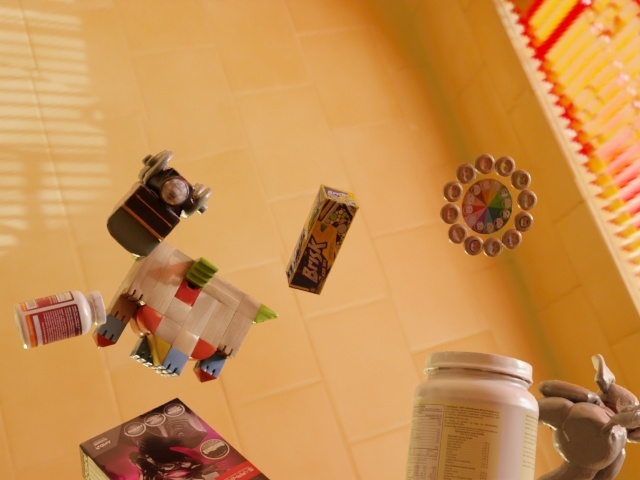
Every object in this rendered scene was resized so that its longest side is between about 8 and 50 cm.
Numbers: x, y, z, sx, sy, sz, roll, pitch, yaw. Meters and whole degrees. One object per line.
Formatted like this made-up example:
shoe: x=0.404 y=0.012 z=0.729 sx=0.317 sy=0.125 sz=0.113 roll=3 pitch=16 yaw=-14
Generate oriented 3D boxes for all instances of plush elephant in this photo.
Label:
plush elephant: x=0.633 y=0.420 z=2.037 sx=0.330 sy=0.272 sz=0.255 roll=-32 pitch=-13 yaw=33

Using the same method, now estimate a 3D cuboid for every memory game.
memory game: x=0.294 y=-0.060 z=1.531 sx=0.186 sy=0.186 sz=0.012 roll=-15 pitch=13 yaw=-13

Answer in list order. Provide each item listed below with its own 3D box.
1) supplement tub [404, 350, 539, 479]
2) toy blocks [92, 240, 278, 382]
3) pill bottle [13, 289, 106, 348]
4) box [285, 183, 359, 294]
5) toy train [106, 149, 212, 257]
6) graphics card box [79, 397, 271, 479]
supplement tub: x=0.276 y=0.382 z=1.609 sx=0.235 sy=0.325 sz=0.235 roll=8 pitch=-17 yaw=2
toy blocks: x=-0.318 y=0.183 z=1.949 sx=0.381 sy=0.261 sz=0.190 roll=35 pitch=-24 yaw=-20
pill bottle: x=-0.474 y=0.140 z=1.604 sx=0.152 sy=0.086 sz=0.086 roll=-13 pitch=-19 yaw=-24
box: x=0.000 y=0.000 z=1.397 sx=0.059 sy=0.054 sz=0.169 roll=16 pitch=-66 yaw=-16
toy train: x=-0.323 y=-0.070 z=1.688 sx=0.190 sy=0.142 sz=0.334 roll=-47 pitch=14 yaw=-6
graphics card box: x=-0.257 y=0.459 z=1.639 sx=0.232 sy=0.371 sz=0.094 roll=-22 pitch=-54 yaw=-36
